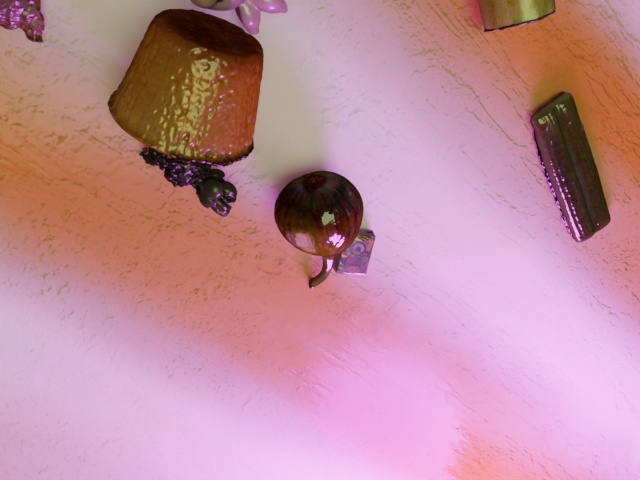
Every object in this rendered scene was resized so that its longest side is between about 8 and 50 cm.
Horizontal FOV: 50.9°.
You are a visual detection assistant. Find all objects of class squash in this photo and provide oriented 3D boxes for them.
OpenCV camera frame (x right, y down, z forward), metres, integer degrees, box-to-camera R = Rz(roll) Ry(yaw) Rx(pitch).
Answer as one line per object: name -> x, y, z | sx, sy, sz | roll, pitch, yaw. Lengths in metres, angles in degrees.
squash -> 0.292, -0.425, 1.041 | 0.123, 0.123, 0.187 | -24, 116, -5

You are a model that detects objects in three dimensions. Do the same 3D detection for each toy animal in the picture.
toy animal -> -0.137, -0.367, 0.935 | 0.212, 0.124, 0.124 | 35, 101, -24

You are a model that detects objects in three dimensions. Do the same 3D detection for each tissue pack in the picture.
tissue pack -> 0.062, 0.021, 1.226 | 0.063, 0.035, 0.083 | 4, 113, -19

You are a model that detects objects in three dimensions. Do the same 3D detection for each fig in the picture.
fig -> 0.000, 0.000, 1.152 | 0.149, 0.149, 0.245 | -13, 130, -11

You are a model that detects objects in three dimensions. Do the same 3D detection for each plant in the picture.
plant -> -0.200, -0.106, 1.066 | 0.174, 0.087, 0.085 | 40, 128, -24

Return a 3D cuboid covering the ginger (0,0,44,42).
ginger -> -0.516, -0.316, 0.874 | 0.290, 0.084, 0.122 | -3, 137, -20

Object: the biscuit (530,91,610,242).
biscuit -> 0.483, -0.127, 1.286 | 0.099, 0.038, 0.323 | -33, 119, -3

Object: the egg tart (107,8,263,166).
egg tart -> -0.176, -0.210, 0.929 | 0.215, 0.215, 0.171 | 10, 125, -21
